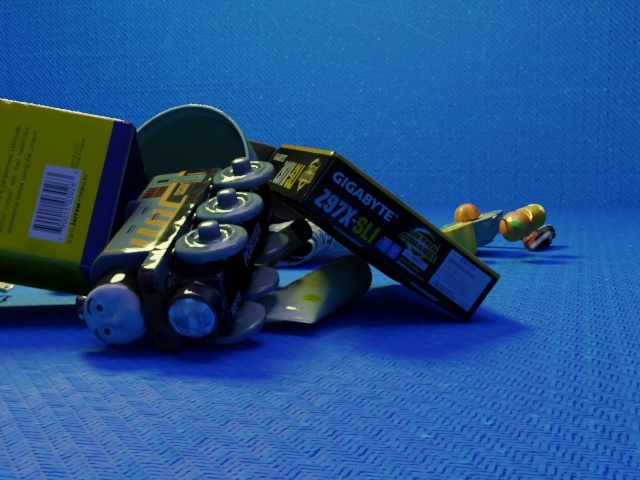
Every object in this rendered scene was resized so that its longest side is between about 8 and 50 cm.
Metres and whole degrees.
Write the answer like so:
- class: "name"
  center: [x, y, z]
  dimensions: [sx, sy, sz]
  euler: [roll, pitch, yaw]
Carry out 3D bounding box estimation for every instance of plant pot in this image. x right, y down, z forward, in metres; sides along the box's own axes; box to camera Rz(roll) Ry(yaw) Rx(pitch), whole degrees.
- class: "plant pot"
  center: [-0.229, -0.086, 1.631]
  dimensions: [0.293, 0.293, 0.196]
  euler: [2, -17, 22]

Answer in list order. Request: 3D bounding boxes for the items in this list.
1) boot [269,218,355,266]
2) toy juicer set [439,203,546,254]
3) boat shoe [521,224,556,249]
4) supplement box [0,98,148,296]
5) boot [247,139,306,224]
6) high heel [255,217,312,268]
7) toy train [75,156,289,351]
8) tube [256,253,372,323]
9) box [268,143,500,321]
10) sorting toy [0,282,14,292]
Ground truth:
- class: "boot"
  center: [-0.012, 0.007, 1.534]
  dimensions: [0.258, 0.095, 0.123]
  euler: [-9, 13, -5]
- class: "toy juicer set"
  center: [0.335, -0.042, 1.686]
  dimensions: [0.209, 0.089, 0.329]
  euler: [-18, 2, 8]
- class: "boat shoe"
  center: [0.462, -0.003, 1.776]
  dimensions: [0.137, 0.049, 0.043]
  euler: [-4, 49, -52]
- class: "supplement box"
  center: [-0.421, -0.060, 1.077]
  dimensions: [0.357, 0.195, 0.194]
  euler: [10, -16, -4]
- class: "boot"
  center: [-0.102, -0.111, 1.988]
  dimensions: [0.378, 0.138, 0.284]
  euler: [24, -8, -25]
- class: "high heel"
  center: [-0.146, 0.058, 1.202]
  dimensions: [0.261, 0.093, 0.186]
  euler: [-28, -2, -44]
- class: "toy train"
  center: [-0.148, 0.012, 0.969]
  dimensions: [0.190, 0.142, 0.334]
  euler: [-6, 26, 10]
- class: "tube"
  center: [-0.003, 0.067, 1.054]
  dimensions: [0.070, 0.062, 0.240]
  euler: [-41, -8, 26]
- class: "box"
  center: [0.059, -0.022, 1.124]
  dimensions: [0.257, 0.079, 0.322]
  euler: [34, -1, -15]
- class: "sorting toy"
  center: [-0.473, 0.063, 1.189]
  dimensions: [0.075, 0.044, 0.083]
  euler: [6, 5, -8]
